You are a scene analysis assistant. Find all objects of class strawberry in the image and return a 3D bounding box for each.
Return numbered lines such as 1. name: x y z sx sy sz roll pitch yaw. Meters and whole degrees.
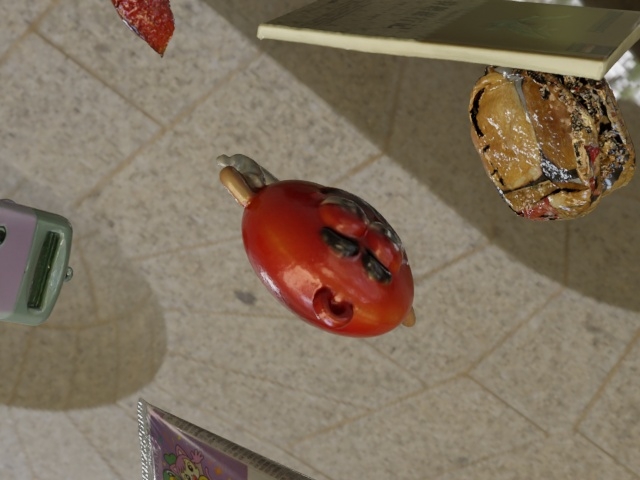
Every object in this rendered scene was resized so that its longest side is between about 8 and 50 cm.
1. strawberry: -0.233 -0.312 1.237 0.082 0.187 0.146 -32 -171 11

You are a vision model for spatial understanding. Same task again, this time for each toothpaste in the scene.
1. toothpaste: -0.030 0.216 0.782 0.299 0.113 0.073 16 -148 29

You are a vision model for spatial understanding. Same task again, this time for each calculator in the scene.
1. calculator: -0.382 0.018 1.152 0.045 0.246 0.141 13 -94 39

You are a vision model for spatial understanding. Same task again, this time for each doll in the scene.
1. doll: 0.000 0.000 0.703 0.085 0.183 0.217 -54 -174 10

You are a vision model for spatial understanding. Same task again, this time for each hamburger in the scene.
1. hamburger: 0.279 -0.133 1.248 0.107 0.231 0.231 -31 -163 -21

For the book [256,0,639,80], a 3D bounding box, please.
1. book: 0.128 -0.198 0.932 0.311 0.021 0.217 11 -155 23
